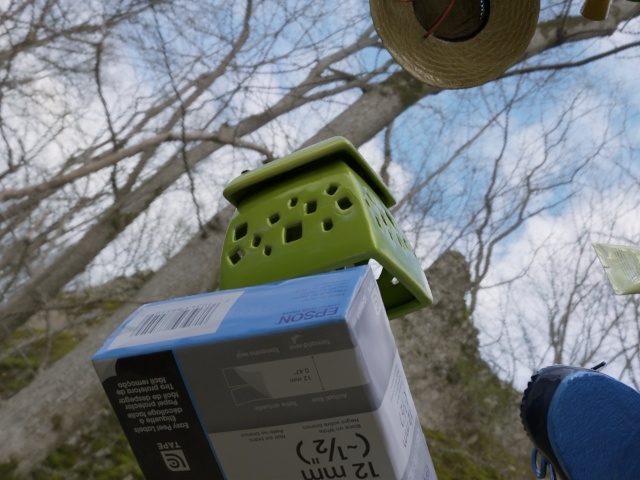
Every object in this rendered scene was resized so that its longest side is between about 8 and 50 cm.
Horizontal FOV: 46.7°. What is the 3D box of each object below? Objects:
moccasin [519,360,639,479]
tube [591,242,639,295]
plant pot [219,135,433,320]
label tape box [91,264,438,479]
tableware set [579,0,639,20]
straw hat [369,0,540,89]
[{"bbox_3d":[0.295,0.228,0.783,0.342,0.137,0.117,42,-12,-33],"label":"moccasin"},{"bbox_3d":[0.511,0.043,1.074,0.070,0.240,0.062,-150,-117,-71],"label":"tube"},{"bbox_3d":[0.000,0.000,1.027,0.227,0.207,0.228,-20,-28,18],"label":"plant pot"},{"bbox_3d":[-0.030,0.216,0.717,0.249,0.115,0.347,-12,-72,19],"label":"label tape box"},{"bbox_3d":[0.286,-0.182,0.588,0.154,0.104,0.024,11,-41,6],"label":"tableware set"},{"bbox_3d":[0.109,-0.203,0.633,0.145,0.061,0.144,0,-74,-1],"label":"straw hat"}]
